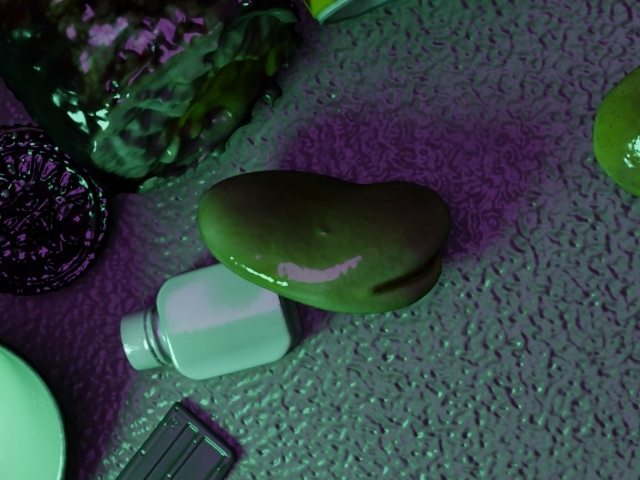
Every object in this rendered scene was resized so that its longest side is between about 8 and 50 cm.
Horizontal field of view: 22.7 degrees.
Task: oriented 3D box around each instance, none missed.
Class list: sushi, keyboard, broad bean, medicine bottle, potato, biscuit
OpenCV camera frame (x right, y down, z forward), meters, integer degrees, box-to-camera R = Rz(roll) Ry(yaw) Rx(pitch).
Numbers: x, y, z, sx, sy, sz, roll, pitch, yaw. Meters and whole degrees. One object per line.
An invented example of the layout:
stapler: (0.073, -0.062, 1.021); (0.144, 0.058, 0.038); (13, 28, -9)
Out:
sushi: (-0.202, -0.229, 1.645); (0.299, 0.281, 0.294); (-47, 76, 12)
keyboard: (-0.176, 0.268, 1.744); (0.103, 0.041, 0.381); (40, 102, 11)
broad bean: (0.000, 0.000, 1.655); (0.263, 0.189, 0.121); (8, 127, 13)
medicine bottle: (-0.119, 0.087, 1.719); (0.183, 0.069, 0.119); (-16, 92, 10)
potato: (0.395, -0.114, 1.585); (0.248, 0.143, 0.169); (-6, 89, 21)
biscuit: (-0.323, -0.033, 1.749); (0.194, 0.053, 0.194); (-2, 103, -9)

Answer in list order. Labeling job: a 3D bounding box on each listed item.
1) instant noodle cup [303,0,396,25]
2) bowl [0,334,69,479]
instant noodle cup: (0.058, -0.380, 1.600); (0.325, 0.325, 0.254); (-25, 92, 10)
bowl: (-0.461, 0.209, 1.696); (0.354, 0.354, 0.185); (-55, 34, 4)
